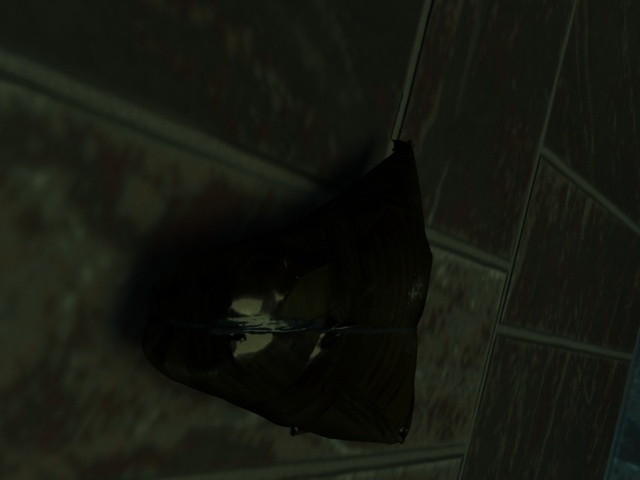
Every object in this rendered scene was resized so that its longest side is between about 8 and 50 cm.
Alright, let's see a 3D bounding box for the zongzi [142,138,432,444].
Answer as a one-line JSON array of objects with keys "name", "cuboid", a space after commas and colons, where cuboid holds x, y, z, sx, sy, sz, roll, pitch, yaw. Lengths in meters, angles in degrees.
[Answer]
[{"name": "zongzi", "cuboid": [0.000, 0.000, 0.555, 0.221, 0.112, 0.242, 36, 63, -54]}]
